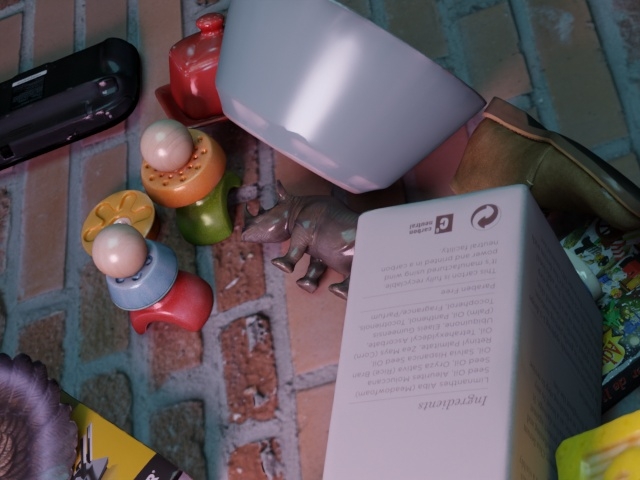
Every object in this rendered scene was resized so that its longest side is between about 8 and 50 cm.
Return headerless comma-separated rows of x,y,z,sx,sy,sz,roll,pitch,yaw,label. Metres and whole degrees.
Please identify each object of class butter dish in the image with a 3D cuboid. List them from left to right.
-0.123,-0.218,1.601,0.159,0.118,0.160,-16,28,-11,butter dish

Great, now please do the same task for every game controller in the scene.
-0.389,-0.174,1.788,0.319,0.067,0.166,-19,36,13,game controller

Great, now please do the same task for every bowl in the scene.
0.007,-0.164,1.447,0.311,0.311,0.163,37,97,40,bowl

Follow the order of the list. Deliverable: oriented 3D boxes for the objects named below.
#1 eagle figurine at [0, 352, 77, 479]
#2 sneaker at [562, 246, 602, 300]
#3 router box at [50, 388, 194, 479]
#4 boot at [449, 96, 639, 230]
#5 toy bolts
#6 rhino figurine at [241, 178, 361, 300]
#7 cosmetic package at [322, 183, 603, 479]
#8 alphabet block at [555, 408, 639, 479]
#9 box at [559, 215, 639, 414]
-0.384,0.259,1.292,0.225,0.226,0.298,-55,10,29,eagle figurine
0.194,0.039,1.272,0.084,0.058,0.152,-41,43,-14,sneaker
-0.297,0.321,1.362,0.243,0.081,0.309,24,70,37,router box
0.228,-0.049,1.323,0.115,0.112,0.305,-54,26,3,boot
-0.215,-0.018,1.512,0.218,0.158,0.229,-9,53,20,toy bolts
0.000,0.000,1.451,0.243,0.073,0.106,25,74,38,rhino figurine
0.121,0.208,1.073,0.161,0.230,0.453,-10,52,26,cosmetic package
0.314,0.232,0.975,0.193,0.197,0.192,-33,45,38,alphabet block
0.260,0.076,1.284,0.233,0.044,0.159,-38,48,-3,box
